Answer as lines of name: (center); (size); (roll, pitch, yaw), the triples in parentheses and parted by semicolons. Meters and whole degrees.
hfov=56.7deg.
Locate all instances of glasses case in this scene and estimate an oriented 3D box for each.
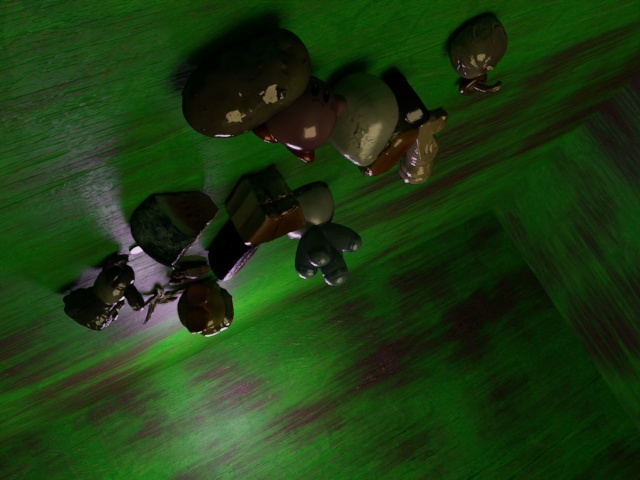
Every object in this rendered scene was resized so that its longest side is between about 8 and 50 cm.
glasses case: (-0.286, 0.025, 1.952); (0.082, 0.122, 0.321); (-16, 161, -39)

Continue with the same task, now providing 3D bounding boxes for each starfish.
starfish: (-0.587, 0.213, 2.157); (0.208, 0.053, 0.176); (-34, 161, -36)

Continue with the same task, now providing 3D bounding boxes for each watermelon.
watermelon: (-0.374, -0.021, 1.600); (0.226, 0.148, 0.318); (-35, 168, -15)

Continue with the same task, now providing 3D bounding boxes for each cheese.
cheese: (0.098, -0.305, 1.433); (0.154, 0.198, 0.189); (-30, 164, -36)

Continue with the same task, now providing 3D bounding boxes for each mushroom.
mushroom: (0.489, -0.481, 1.809); (0.130, 0.072, 0.088); (1, 162, 24)

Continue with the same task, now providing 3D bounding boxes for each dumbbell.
dumbbell: (0.164, -0.321, 1.575); (0.218, 0.152, 0.152); (-34, 165, 19)

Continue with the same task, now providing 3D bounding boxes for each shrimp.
shrimp: (-0.474, 0.125, 2.078); (0.144, 0.052, 0.251); (-30, 167, 11)

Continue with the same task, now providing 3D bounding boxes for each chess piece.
chess piece: (0.350, -0.329, 2.038); (0.137, 0.137, 0.300); (-26, 155, -16)

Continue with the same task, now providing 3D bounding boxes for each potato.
potato: (-0.138, -0.289, 1.107); (0.262, 0.164, 0.165); (-26, 167, 14)

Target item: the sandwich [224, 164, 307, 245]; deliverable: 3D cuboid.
sandwich: (-0.125, -0.111, 1.726); (0.227, 0.155, 0.198); (-19, 163, -37)

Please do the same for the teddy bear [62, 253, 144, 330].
teddy bear: (-0.604, 0.159, 1.726); (0.251, 0.171, 0.144); (-37, -175, 5)

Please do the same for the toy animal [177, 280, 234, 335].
toy animal: (-0.460, 0.269, 2.348); (0.191, 0.215, 0.338); (-4, 173, 10)

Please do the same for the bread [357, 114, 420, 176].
bread: (0.209, -0.297, 1.852); (0.136, 0.107, 0.241); (-25, 166, -31)

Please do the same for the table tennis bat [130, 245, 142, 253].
table tennis bat: (-0.518, 0.017, 1.701); (0.050, 0.007, 0.083); (-19, 164, -38)

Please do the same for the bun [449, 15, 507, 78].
bun: (0.418, -0.494, 1.553); (0.173, 0.113, 0.166); (-23, 165, -32)

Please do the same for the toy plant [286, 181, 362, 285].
toy plant: (0.000, 0.000, 2.013); (0.247, 0.332, 0.247); (-27, 168, -6)

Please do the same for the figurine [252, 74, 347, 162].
figurine: (-0.043, -0.278, 1.295); (0.173, 0.173, 0.173); (-28, 166, -8)
